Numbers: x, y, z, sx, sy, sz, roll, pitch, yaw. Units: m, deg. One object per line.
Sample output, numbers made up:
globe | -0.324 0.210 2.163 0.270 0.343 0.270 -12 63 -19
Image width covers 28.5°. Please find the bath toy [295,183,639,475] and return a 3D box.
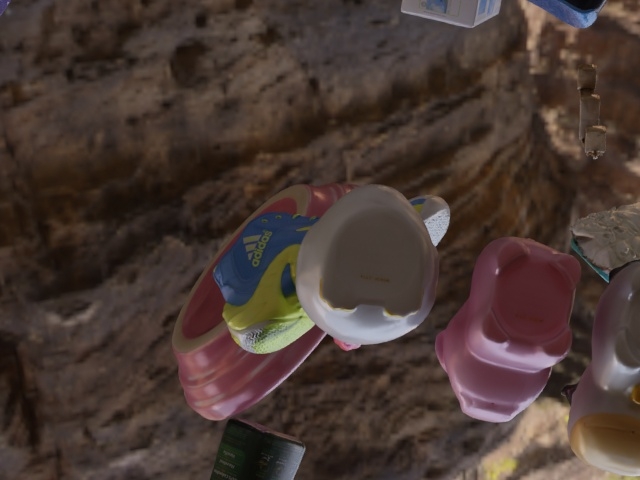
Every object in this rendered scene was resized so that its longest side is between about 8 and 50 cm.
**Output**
bath toy | 0.147 0.066 0.884 0.348 0.151 0.129 17 174 -4

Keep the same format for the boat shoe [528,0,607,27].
boat shoe | 0.307 -0.398 1.809 0.258 0.109 0.089 40 -93 19

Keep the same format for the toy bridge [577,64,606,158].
toy bridge | 0.339 -0.153 1.589 0.026 0.063 0.188 0 -145 8

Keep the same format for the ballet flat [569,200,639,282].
ballet flat | 0.462 0.003 1.813 0.147 0.147 0.409 12 179 24

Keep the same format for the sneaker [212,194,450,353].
sneaker | 0.000 0.000 1.206 0.240 0.091 0.126 -31 -119 -8

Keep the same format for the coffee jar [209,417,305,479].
coffee jar | -0.091 0.302 1.445 0.079 0.184 0.096 13 170 43

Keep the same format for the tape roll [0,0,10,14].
tape roll | -0.349 -0.245 1.080 0.080 0.189 0.189 40 -134 19

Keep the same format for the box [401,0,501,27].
box | 0.183 -0.390 1.612 0.103 0.203 0.114 17 -154 20

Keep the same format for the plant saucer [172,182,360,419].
plant saucer | -0.067 0.054 1.498 0.084 0.332 0.332 39 -156 -18
